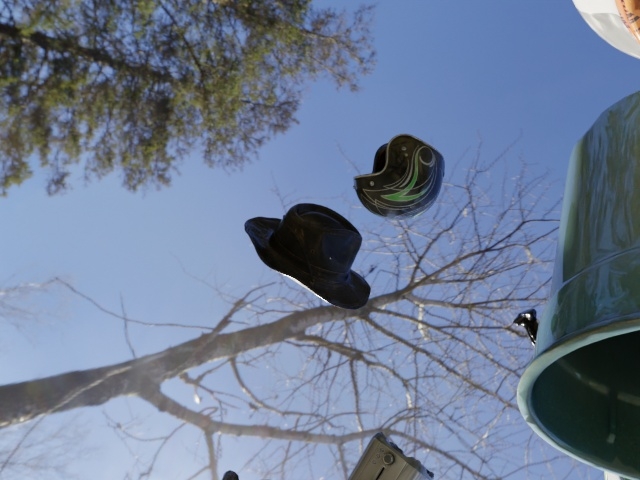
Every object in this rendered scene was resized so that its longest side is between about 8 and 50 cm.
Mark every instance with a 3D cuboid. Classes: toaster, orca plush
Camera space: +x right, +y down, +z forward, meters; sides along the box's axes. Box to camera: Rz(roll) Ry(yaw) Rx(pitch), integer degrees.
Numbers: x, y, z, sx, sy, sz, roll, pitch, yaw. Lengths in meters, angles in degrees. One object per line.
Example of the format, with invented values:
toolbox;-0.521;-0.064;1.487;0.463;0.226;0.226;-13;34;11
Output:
toaster;0.138;0.492;1.097;0.129;0.227;0.146;31;-104;32
orca plush;0.558;0.260;1.185;0.287;0.102;0.151;45;-56;-2

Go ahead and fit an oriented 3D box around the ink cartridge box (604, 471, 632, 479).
ink cartridge box;0.464;0.397;0.755;0.096;0.255;0.189;-6;-91;20

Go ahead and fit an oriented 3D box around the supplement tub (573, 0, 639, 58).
supplement tub;0.251;-0.245;0.359;0.193;0.316;0.194;8;-46;8

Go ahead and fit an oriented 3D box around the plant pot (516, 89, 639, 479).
plant pot;0.388;0.032;0.551;0.340;0.341;0.334;-10;-137;33

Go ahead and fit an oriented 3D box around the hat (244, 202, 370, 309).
hat;0.000;0.000;1.222;0.331;0.331;0.134;41;-71;24

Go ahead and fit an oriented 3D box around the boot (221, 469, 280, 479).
boot;0.033;0.240;0.270;0.262;0.091;0.229;26;-66;-6

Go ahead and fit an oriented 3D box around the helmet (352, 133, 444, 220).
helmet;0.155;-0.118;1.087;0.169;0.169;0.162;25;-92;30
